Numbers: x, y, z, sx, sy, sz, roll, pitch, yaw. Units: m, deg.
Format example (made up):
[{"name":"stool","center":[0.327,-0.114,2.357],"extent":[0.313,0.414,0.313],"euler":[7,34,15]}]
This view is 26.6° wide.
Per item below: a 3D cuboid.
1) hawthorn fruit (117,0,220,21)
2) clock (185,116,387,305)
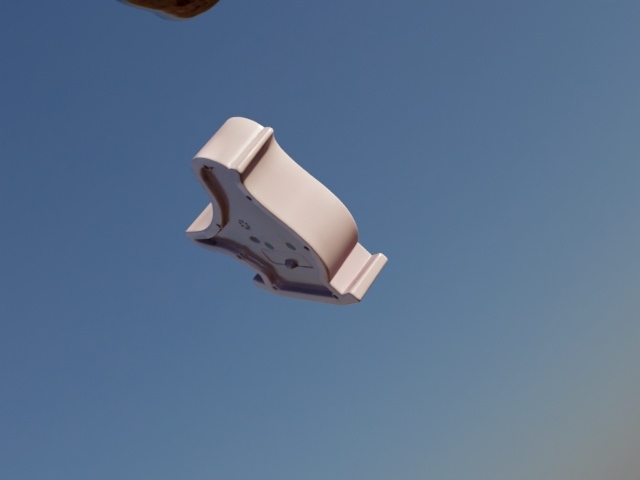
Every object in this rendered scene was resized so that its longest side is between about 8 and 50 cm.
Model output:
[{"name":"hawthorn fruit","center":[-0.178,-0.397,1.707],"extent":[0.208,0.208,0.248],"euler":[-24,-5,-45]},{"name":"clock","center":[-0.087,-0.037,1.784],"extent":[0.290,0.275,0.080],"euler":[1,48,53]}]
